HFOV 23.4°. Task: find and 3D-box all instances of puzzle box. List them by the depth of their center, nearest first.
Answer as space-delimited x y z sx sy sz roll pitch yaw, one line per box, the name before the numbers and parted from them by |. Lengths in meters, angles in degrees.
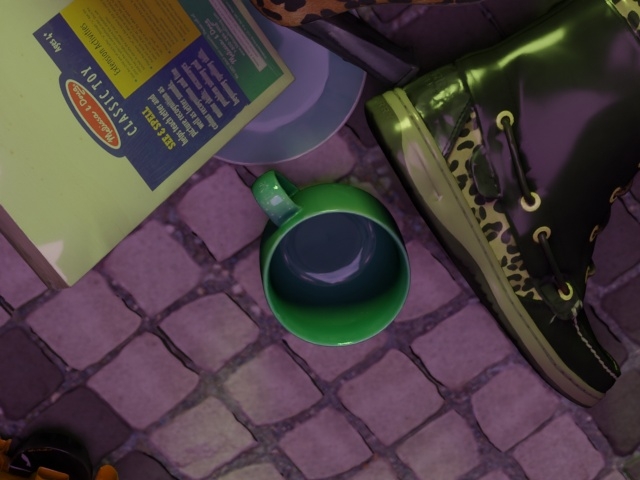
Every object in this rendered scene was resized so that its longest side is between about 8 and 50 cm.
puzzle box | -0.231 -0.199 1.175 0.272 0.052 0.409 -45 108 -26

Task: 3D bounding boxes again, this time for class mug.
mug | 0.009 0.003 1.356 0.129 0.097 0.158 -6 113 -2

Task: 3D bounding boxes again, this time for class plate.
plate | -0.054 -0.155 1.323 0.188 0.024 0.188 -2 113 -6

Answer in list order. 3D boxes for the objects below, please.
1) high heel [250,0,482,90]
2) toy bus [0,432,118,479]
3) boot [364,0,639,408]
high heel | 0.061 -0.256 1.224 0.186 0.093 0.261 30 116 -23
toy bus | -0.321 0.281 1.432 0.220 0.149 0.211 20 126 -11
boot | 0.241 -0.049 1.336 0.284 0.138 0.377 -36 117 4
